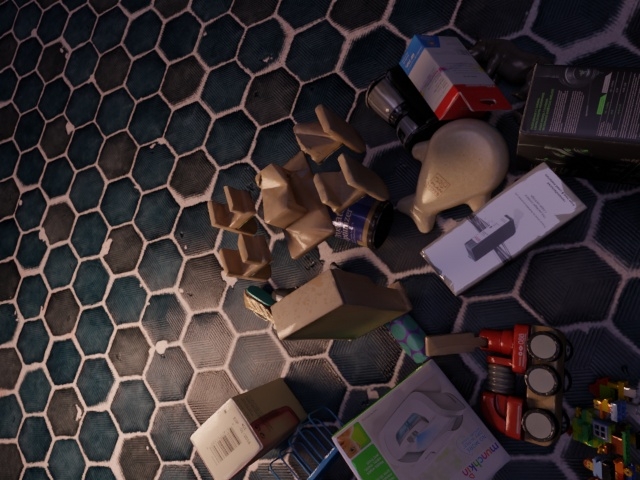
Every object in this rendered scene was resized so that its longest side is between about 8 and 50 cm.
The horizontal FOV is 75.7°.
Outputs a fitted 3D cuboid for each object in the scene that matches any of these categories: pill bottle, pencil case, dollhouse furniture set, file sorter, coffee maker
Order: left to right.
[{"bbox_3d":[-0.020,0.498,0.973,0.104,0.118,0.170,40,99,26],"label":"file sorter"},{"bbox_3d":[0.000,0.000,0.893,0.362,0.257,0.393,-35,60,26],"label":"dollhouse furniture set"},{"bbox_3d":[0.056,-0.066,1.006,0.219,0.123,0.122,19,91,24],"label":"pill bottle"},{"bbox_3d":[0.200,0.206,0.942,0.151,0.070,0.064,52,139,17],"label":"pencil case"},{"bbox_3d":[0.221,-0.324,0.970,0.171,0.120,0.178,-40,71,13],"label":"coffee maker"}]

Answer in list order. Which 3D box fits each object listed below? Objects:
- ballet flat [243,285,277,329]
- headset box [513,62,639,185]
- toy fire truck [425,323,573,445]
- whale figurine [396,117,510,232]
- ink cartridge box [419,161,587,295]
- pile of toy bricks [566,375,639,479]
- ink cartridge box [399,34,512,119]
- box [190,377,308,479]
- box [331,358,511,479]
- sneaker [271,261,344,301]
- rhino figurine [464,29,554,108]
[{"bbox_3d":[-0.121,0.193,1.090,0.206,0.073,0.067,31,123,26],"label":"ballet flat"},{"bbox_3d":[0.507,-0.205,0.765,0.283,0.246,0.131,13,89,25],"label":"headset box"},{"bbox_3d":[0.355,0.272,0.839,0.247,0.159,0.216,0,78,43],"label":"toy fire truck"},{"bbox_3d":[0.296,-0.143,0.927,0.216,0.141,0.272,45,125,14],"label":"whale figurine"},{"bbox_3d":[0.357,-0.006,0.829,0.273,0.197,0.114,-38,71,15],"label":"ink cartridge box"},{"bbox_3d":[0.521,0.369,0.777,0.105,0.118,0.212,2,95,62],"label":"pile of toy bricks"},{"bbox_3d":[0.291,-0.340,0.895,0.230,0.134,0.078,65,149,23],"label":"ink cartridge box"},{"bbox_3d":[-0.158,0.440,0.973,0.148,0.232,0.126,-46,69,12],"label":"box"},{"bbox_3d":[0.192,0.420,0.839,0.262,0.126,0.231,-33,69,-11],"label":"box"},{"bbox_3d":[-0.003,0.114,1.039,0.229,0.086,0.132,10,83,14],"label":"sneaker"},{"bbox_3d":[0.405,-0.396,0.927,0.243,0.073,0.106,41,104,24],"label":"rhino figurine"}]
